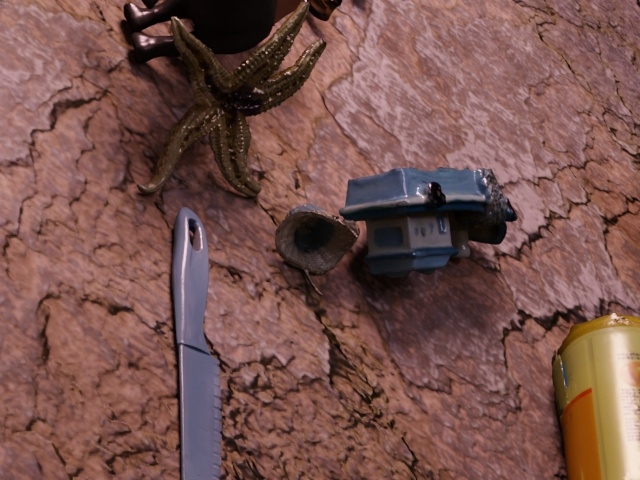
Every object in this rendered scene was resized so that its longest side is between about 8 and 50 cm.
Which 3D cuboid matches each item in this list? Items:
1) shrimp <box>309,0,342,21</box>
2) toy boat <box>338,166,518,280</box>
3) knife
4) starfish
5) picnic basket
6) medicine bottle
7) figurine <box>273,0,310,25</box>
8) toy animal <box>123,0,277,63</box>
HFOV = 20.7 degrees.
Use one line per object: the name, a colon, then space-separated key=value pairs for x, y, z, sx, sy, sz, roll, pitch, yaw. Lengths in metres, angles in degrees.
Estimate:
shrimp: x=0.000 y=-0.325 z=1.889 sx=0.173 sy=0.058 sz=0.253 roll=19 pitch=40 yaw=-46
toy boat: x=0.113 y=-0.015 z=1.647 sx=0.238 sy=0.109 sz=0.098 roll=-2 pitch=85 yaw=-57
knife: x=-0.097 y=0.096 z=1.385 sx=0.044 sy=0.019 sz=0.313 roll=26 pitch=41 yaw=-31
starfish: x=-0.081 y=-0.123 z=1.503 sx=0.050 sy=0.217 sz=0.223 roll=32 pitch=70 yaw=30
picnic basket: x=0.000 y=0.000 z=1.542 sx=0.083 sy=0.065 sz=0.083 roll=23 pitch=23 yaw=-37
medicine bottle: x=0.278 y=0.175 z=1.609 sx=0.124 sy=0.124 sz=0.239 roll=28 pitch=37 yaw=-24
figurine: x=-0.091 y=-0.322 z=1.704 sx=0.162 sy=0.141 sz=0.236 roll=12 pitch=44 yaw=-57
toy animal: x=-0.100 y=-0.244 z=1.537 sx=0.146 sy=0.245 sz=0.114 roll=-9 pitch=74 yaw=-9
